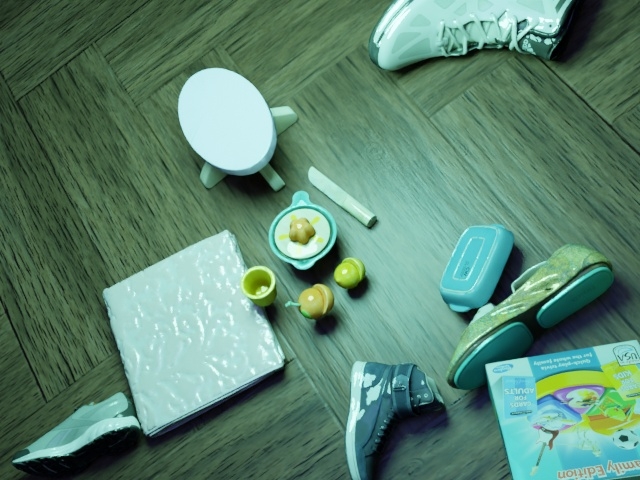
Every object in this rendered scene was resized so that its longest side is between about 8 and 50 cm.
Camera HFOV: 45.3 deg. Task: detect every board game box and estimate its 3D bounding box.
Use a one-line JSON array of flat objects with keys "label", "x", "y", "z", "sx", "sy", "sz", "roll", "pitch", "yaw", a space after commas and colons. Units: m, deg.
[{"label": "board game box", "x": 0.408, "y": 0.309, "z": 1.164, "sx": 0.254, "sy": 0.079, "sz": 0.336, "roll": -11, "pitch": 34, "yaw": 7}]

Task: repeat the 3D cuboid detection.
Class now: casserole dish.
[{"label": "casserole dish", "x": 0.280, "y": 0.041, "z": 1.403, "sx": 0.114, "sy": 0.037, "sz": 0.188, "roll": 5, "pitch": 62, "yaw": 51}]

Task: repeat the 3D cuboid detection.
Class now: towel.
[{"label": "towel", "x": -0.261, "y": 0.181, "z": 1.548, "sx": 0.317, "sy": 0.053, "sz": 0.332, "roll": -27, "pitch": 65, "yaw": 6}]

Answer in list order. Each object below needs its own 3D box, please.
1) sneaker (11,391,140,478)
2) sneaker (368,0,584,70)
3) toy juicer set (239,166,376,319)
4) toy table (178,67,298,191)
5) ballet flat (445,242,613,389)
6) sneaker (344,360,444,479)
[{"label": "sneaker", "x": -0.485, "y": 0.390, "z": 1.525, "sx": 0.271, "sy": 0.100, "sz": 0.108, "roll": -24, "pitch": 51, "yaw": 4}, {"label": "sneaker", "x": 0.330, "y": -0.432, "z": 1.524, "sx": 0.447, "sy": 0.169, "sz": 0.257, "roll": -33, "pitch": 62, "yaw": 1}, {"label": "toy juicer set", "x": 0.000, "y": 0.000, "z": 1.490, "sx": 0.209, "sy": 0.089, "sz": 0.329, "roll": 19, "pitch": 67, "yaw": 19}, {"label": "toy table", "x": -0.173, "y": -0.220, "z": 1.610, "sx": 0.252, "sy": 0.161, "sz": 0.274, "roll": -28, "pitch": 64, "yaw": 7}, {"label": "ballet flat", "x": 0.349, "y": 0.127, "z": 1.350, "sx": 0.348, "sy": 0.123, "sz": 0.123, "roll": -38, "pitch": 64, "yaw": 2}, {"label": "sneaker", "x": 0.131, "y": 0.323, "z": 1.349, "sx": 0.163, "sy": 0.086, "sz": 0.226, "roll": -3, "pitch": 68, "yaw": 20}]
